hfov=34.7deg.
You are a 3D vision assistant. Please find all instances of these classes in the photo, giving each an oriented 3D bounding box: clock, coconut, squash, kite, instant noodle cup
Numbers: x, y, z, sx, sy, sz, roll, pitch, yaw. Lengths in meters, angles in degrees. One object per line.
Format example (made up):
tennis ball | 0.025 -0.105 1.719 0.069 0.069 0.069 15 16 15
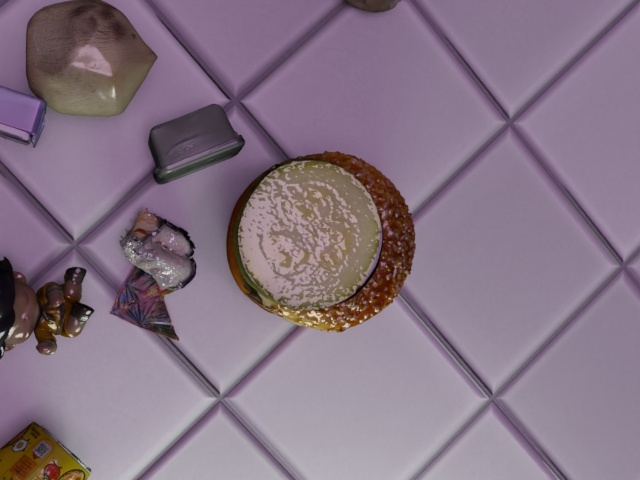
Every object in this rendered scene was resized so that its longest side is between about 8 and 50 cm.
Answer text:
clock | -0.537 -0.214 1.725 0.145 0.193 0.073 18 87 -16
coconut | -0.392 -0.315 1.759 0.224 0.224 0.224 -1 93 -15
squash | -0.017 -0.008 1.701 0.252 0.049 0.252 0 89 -16
kite | -0.316 0.106 1.899 0.159 0.010 0.190 -19 98 -15
instant noodle cup | -0.499 0.412 1.789 0.182 0.182 0.144 47 72 -13

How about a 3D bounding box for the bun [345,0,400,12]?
bun | 0.108 -0.521 1.921 0.193 0.128 0.178 40 81 -16

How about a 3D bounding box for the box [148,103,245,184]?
box | -0.233 -0.178 1.854 0.172 0.124 0.092 -23 89 -14

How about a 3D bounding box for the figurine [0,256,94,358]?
figurine | -0.533 0.122 1.765 0.257 0.167 0.192 9 77 -38

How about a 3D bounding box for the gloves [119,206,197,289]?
gloves | -0.289 0.019 1.867 0.153 0.070 0.114 40 48 -17

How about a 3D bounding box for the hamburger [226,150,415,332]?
hamburger | 0.000 0.000 1.856 0.330 0.250 0.329 -1 95 -15
